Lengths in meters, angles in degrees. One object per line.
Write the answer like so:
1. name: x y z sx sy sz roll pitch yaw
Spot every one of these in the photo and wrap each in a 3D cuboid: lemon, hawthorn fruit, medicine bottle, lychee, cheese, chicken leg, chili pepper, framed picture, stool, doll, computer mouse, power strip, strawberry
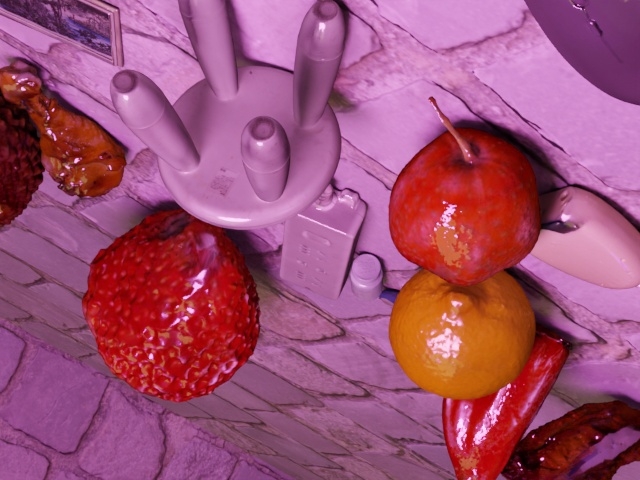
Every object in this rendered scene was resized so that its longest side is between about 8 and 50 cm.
1. lemon: 0.180 0.114 1.519 0.187 0.187 0.244 18 160 19
2. hawthorn fruit: 0.151 -0.053 1.211 0.163 0.162 0.203 21 145 11
3. medicine bottle: 0.066 0.053 1.694 0.047 0.047 0.083 21 159 12
4. lychee: -0.535 -0.131 1.682 0.271 0.271 0.271 22 160 8
5. cheese: 0.333 0.027 1.307 0.251 0.054 0.127 31 159 -19
6. chicken leg: -0.357 -0.153 1.629 0.251 0.107 0.087 58 -173 -46
7. chili pepper: 0.231 0.222 1.649 0.144 0.252 0.136 26 179 -18
8. framed picture: -0.315 -0.268 1.380 0.183 0.011 0.142 25 160 1
9. stool: -0.084 -0.137 1.176 0.195 0.195 0.198 19 158 15
10. doll: 0.133 0.093 1.746 0.125 0.027 0.037 11 163 34
11. computer mouse: 0.236 -0.166 0.920 0.120 0.057 0.232 2 151 46
12. power strip: 0.000 0.000 1.622 0.098 0.058 0.338 24 160 5
13. strawberry: -0.234 0.094 1.824 0.292 0.291 0.310 19 166 17
14. chicken leg: 0.440 0.312 1.729 0.407 0.158 0.096 -1 168 -27
